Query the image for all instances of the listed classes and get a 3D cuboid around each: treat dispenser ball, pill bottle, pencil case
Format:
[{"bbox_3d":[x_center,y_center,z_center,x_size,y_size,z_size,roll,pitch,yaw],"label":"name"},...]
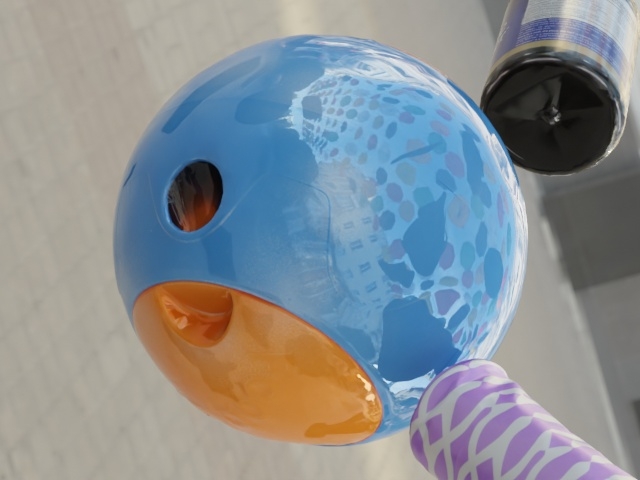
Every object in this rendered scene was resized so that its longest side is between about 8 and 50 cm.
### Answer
[{"bbox_3d":[0.000,0.000,1.211,0.288,0.288,0.288,-16,90,-77],"label":"treat dispenser ball"},{"bbox_3d":[0.214,-0.164,1.511,0.219,0.123,0.123,-69,142,-50],"label":"pill bottle"},{"bbox_3d":[0.142,0.148,1.043,0.206,0.088,0.086,38,-48,43],"label":"pencil case"}]
